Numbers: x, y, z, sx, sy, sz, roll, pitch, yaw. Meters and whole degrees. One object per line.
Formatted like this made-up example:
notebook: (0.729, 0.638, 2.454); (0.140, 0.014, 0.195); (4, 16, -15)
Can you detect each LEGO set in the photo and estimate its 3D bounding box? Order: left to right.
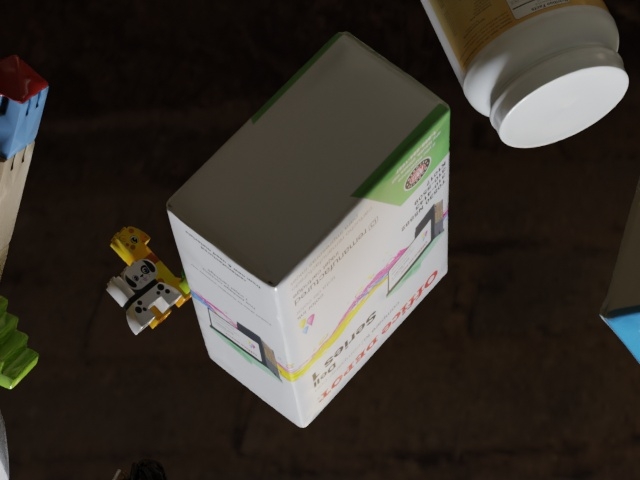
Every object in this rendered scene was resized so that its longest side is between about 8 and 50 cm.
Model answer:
LEGO set: (-0.142, 0.005, 1.728); (0.093, 0.227, 0.087); (47, 142, 3)

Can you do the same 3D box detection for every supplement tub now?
supplement tub: (0.175, -0.197, 1.573); (0.144, 0.200, 0.144); (-19, 156, -9)

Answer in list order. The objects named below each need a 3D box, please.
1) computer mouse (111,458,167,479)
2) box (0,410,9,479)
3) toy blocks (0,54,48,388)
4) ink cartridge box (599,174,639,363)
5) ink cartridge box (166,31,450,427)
computer mouse: (-0.068, 0.201, 0.975); (0.042, 0.193, 0.106); (-5, 113, -27)
box: (-0.252, 0.104, 0.881); (0.186, 0.038, 0.145); (-4, 166, -8)
toy blocks: (-0.379, -0.066, 1.377); (0.381, 0.191, 0.261); (23, 118, 9)
ink cartridge box: (0.282, 0.034, 0.879); (0.171, 0.168, 0.233); (-12, 132, 38)
ink cartridge box: (0.000, 0.000, 1.424); (0.117, 0.201, 0.278); (37, 161, 20)
